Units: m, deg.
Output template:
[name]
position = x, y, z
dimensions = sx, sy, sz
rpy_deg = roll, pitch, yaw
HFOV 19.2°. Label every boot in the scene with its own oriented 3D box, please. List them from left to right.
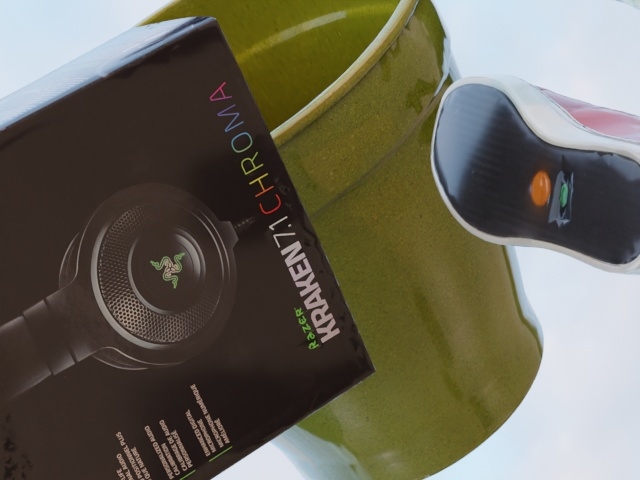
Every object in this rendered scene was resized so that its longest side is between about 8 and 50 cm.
[boot]
position = 0.182, -0.032, 1.049
dimensions = 0.176, 0.244, 0.088
rpy_deg = 2, -75, -29

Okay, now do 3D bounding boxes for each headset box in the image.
[headset box]
position = -0.152, 0.038, 1.125
dimensions = 0.283, 0.131, 0.246
rpy_deg = -30, -75, -25

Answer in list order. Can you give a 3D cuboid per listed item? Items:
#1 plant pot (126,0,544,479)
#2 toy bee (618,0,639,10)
[plant pot]
position = 0.000, 0.000, 1.502
dimensions = 0.366, 0.366, 0.353
rpy_deg = -46, -61, -23
[toy bee]
position = 0.341, -0.235, 1.741
dimensions = 0.195, 0.298, 0.162
rpy_deg = 23, -101, -50
